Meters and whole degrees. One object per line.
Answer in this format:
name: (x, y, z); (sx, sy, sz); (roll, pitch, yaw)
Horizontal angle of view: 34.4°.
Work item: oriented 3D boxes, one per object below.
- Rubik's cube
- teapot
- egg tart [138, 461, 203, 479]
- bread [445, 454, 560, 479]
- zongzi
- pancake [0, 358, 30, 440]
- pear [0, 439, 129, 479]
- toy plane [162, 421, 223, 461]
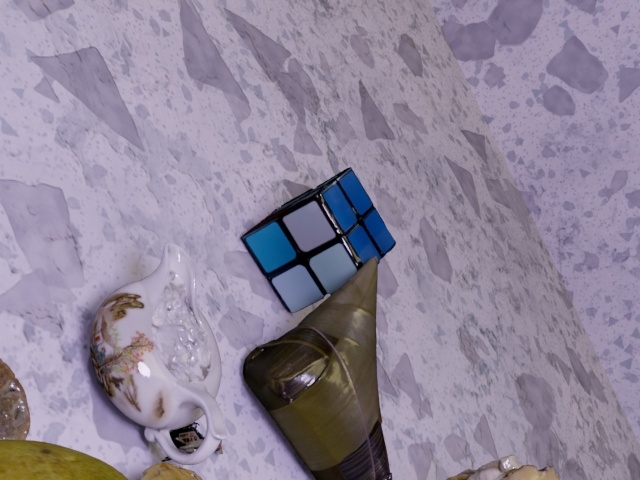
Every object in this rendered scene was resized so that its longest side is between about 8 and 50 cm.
Rubik's cube: (-0.001, -0.001, 1.809); (0.167, 0.180, 0.183); (59, 30, -6)
teapot: (-0.205, 0.158, 1.374); (0.204, 0.139, 0.298); (14, 53, -57)
egg tart: (-0.174, 0.395, 1.268); (0.252, 0.098, 0.232); (42, 28, -40)
bread: (0.252, 0.555, 1.577); (0.250, 0.361, 0.394); (-10, 74, -34)
zongzi: (0.067, 0.225, 1.651); (0.317, 0.154, 0.289); (-42, 110, -27)
pancake: (-0.387, 0.185, 1.169); (0.139, 0.022, 0.139); (39, 36, -35)
pear: (-0.280, 0.321, 0.954); (0.304, 0.304, 0.304); (39, 35, -36)
toy plane: (-0.176, 0.278, 1.430); (0.120, 0.031, 0.049); (6, 66, -55)
